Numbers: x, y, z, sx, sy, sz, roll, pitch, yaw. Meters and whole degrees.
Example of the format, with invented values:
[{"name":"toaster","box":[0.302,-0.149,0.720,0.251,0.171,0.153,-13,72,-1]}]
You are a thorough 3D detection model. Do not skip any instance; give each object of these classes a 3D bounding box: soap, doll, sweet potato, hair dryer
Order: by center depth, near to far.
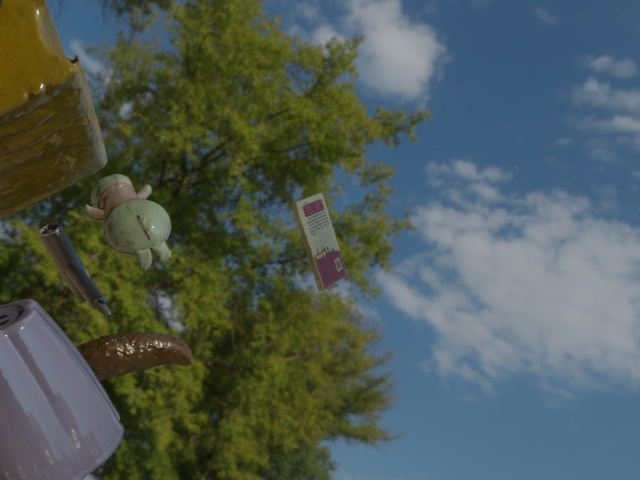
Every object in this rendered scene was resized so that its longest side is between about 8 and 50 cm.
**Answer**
[{"name":"soap","box":[-0.476,-0.164,1.026,0.156,0.293,0.335,56,-18,9]},{"name":"doll","box":[-0.402,-0.050,1.495,0.275,0.155,0.113,44,-34,41]},{"name":"hair dryer","box":[-0.516,0.081,1.536,0.220,0.053,0.195,35,-30,50]},{"name":"sweet potato","box":[-0.451,0.258,1.580,0.341,0.092,0.114,-7,-39,-19]}]

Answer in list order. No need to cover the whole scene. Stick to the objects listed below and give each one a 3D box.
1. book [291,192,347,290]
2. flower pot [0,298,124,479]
[{"name":"book","box":[0.000,0.000,1.835,0.022,0.162,0.232,-16,-85,26]},{"name":"flower pot","box":[-0.456,0.229,1.066,0.265,0.265,0.243,-1,-68,43]}]
